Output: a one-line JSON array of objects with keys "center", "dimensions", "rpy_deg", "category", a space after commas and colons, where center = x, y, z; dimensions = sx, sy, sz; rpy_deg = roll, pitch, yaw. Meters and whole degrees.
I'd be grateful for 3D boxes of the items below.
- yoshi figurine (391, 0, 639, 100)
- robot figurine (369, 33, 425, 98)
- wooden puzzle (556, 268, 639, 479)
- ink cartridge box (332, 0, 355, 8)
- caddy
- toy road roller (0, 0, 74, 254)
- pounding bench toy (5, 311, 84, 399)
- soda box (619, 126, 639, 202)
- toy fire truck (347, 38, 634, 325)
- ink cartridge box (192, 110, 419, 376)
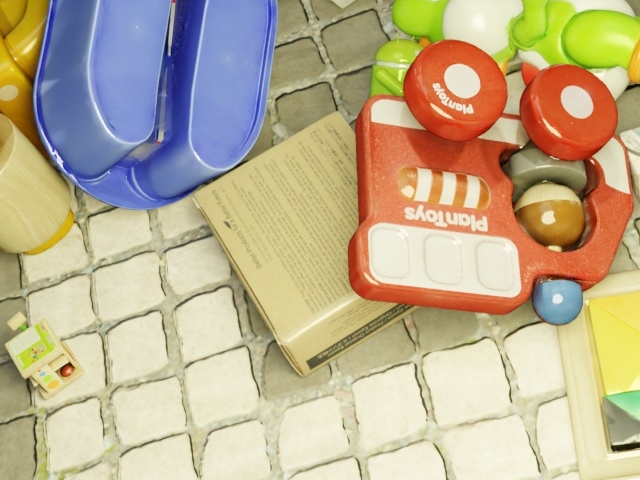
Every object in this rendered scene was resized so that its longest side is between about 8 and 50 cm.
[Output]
[{"center": [0.256, -0.275, 1.476], "dimensions": [0.362, 0.203, 0.203], "rpy_deg": [14, 54, 27], "category": "yoshi figurine"}, {"center": [0.091, -0.178, 1.508], "dimensions": [0.067, 0.101, 0.115], "rpy_deg": [11, 101, 26], "category": "robot figurine"}, {"center": [0.345, 0.117, 1.268], "dimensions": [0.221, 0.044, 0.238], "rpy_deg": [-10, 55, 11], "category": "wooden puzzle"}, {"center": [0.092, -0.510, 1.657], "dimensions": [0.324, 0.071, 0.330], "rpy_deg": [-32, 63, 20], "category": "ink cartridge box"}, {"center": [-0.193, -0.207, 1.510], "dimensions": [0.179, 0.241, 0.341], "rpy_deg": [-15, 63, 57], "category": "caddy"}, {"center": [-0.360, -0.172, 1.565], "dimensions": [0.241, 0.202, 0.329], "rpy_deg": [-34, 53, 1], "category": "toy road roller"}, {"center": [-0.308, 0.122, 1.451], "dimensions": [0.052, 0.065, 0.083], "rpy_deg": [-35, 54, -6], "category": "pounding bench toy"}, {"center": [0.412, -0.103, 1.386], "dimensions": [0.183, 0.058, 0.063], "rpy_deg": [-18, 54, 4], "category": "soda box"}, {"center": [0.171, -0.040, 1.311], "dimensions": [0.302, 0.169, 0.253], "rpy_deg": [9, 64, -18], "category": "toy fire truck"}, {"center": [0.000, 0.000, 1.425], "dimensions": [0.193, 0.088, 0.234], "rpy_deg": [-31, 55, -3], "category": "ink cartridge box"}]
